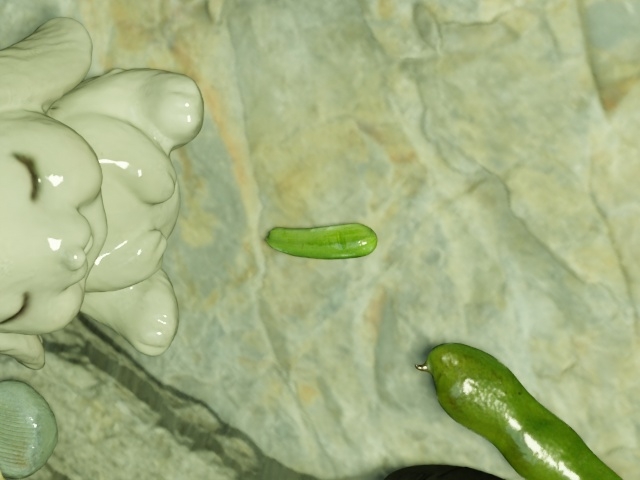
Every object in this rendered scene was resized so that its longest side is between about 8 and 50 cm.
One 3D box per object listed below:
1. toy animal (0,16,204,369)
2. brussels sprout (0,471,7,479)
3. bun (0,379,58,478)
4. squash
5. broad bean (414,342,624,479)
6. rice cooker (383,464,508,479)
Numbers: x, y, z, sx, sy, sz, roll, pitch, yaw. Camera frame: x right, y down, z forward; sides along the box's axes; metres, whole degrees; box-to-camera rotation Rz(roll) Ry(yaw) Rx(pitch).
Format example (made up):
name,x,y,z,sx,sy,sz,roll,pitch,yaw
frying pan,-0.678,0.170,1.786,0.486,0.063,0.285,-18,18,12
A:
name,x,y,z,sx,sy,sz,roll,pitch,yaw
toy animal,-0.219,-0.016,1.009,0.206,0.265,0.272,15,107,21
brussels sprout,-0.278,0.348,1.115,0.344,0.268,0.344,-2,81,10
bun,-0.250,0.155,1.171,0.083,0.045,0.083,3,98,22
squash,0.000,0.001,1.051,0.089,0.027,0.027,-3,99,25
broad bean,0.174,0.160,0.994,0.256,0.052,0.053,39,148,9
rice cooker,0.108,0.226,1.000,0.165,0.112,0.106,29,115,16
